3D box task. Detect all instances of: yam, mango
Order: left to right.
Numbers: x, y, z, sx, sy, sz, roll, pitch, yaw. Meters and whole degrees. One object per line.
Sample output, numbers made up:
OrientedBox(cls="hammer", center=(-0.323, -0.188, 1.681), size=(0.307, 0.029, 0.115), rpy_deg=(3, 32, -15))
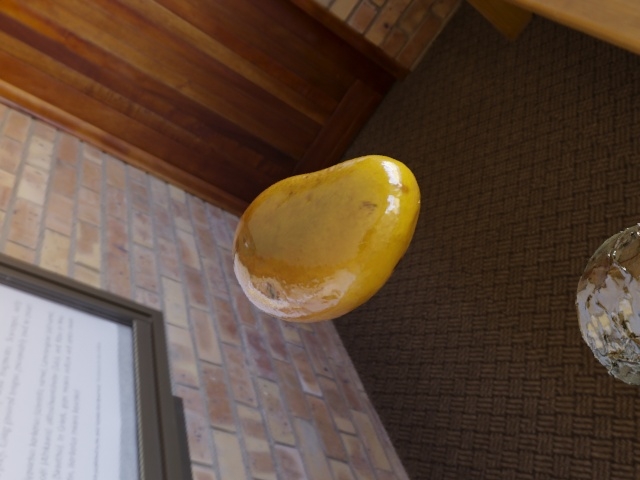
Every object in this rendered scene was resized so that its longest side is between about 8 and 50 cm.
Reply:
OrientedBox(cls="mango", center=(-0.001, 0.003, 0.454), size=(0.178, 0.090, 0.115), rpy_deg=(-10, 67, 48))
OrientedBox(cls="yam", center=(0.508, 0.075, 0.802), size=(0.348, 0.241, 0.241), rpy_deg=(98, -170, -77))
